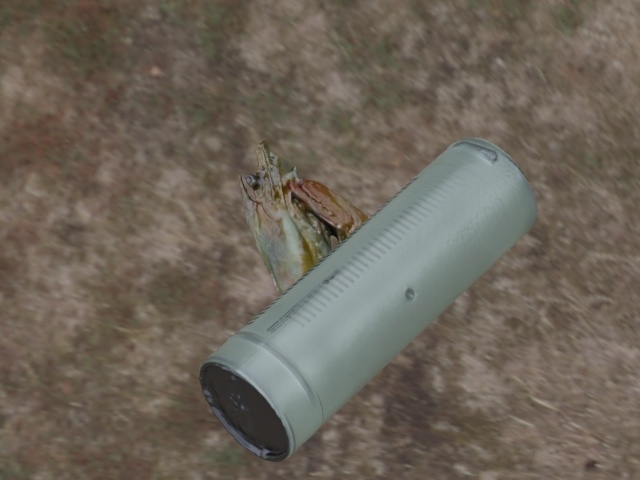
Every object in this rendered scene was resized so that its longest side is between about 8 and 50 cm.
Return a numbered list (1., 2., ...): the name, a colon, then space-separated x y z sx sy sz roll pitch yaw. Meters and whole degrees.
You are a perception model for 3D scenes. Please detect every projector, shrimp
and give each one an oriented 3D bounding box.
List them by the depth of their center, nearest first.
1. projector: 0.045 0.044 1.482 0.108 0.108 0.337 35 57 23
2. shrimp: 0.000 0.000 1.607 0.115 0.051 0.217 -30 89 -13
